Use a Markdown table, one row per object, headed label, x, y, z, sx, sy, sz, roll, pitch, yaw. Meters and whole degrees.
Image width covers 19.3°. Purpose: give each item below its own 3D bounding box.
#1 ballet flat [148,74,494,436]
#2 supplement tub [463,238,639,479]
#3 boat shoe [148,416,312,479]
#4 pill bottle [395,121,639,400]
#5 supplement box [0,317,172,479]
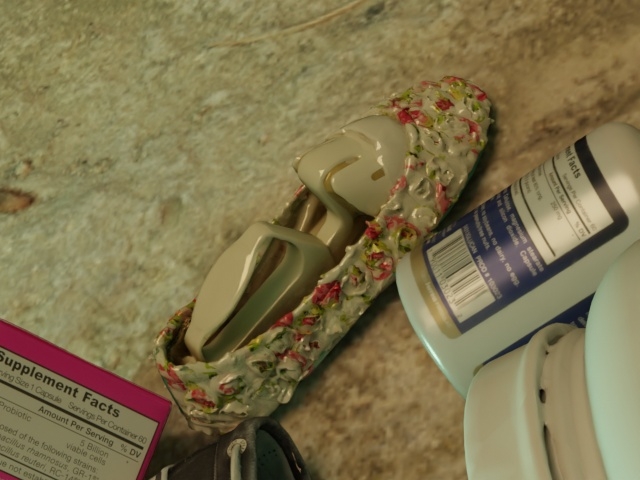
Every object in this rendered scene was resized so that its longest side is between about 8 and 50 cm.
| label | x | y | z | sx | sy | sz | roll | pitch | yaw |
| --- | --- | --- | --- | --- | --- | --- | --- | --- | --- |
| ballet flat | 0.000 | 0.000 | 0.990 | 0.241 | 0.077 | 0.091 | -53 | 44 | -4 |
| supplement tub | 0.238 | 0.067 | 0.654 | 0.324 | 0.235 | 0.235 | -27 | 49 | 21 |
| boat shoe | -0.009 | 0.202 | 0.852 | 0.102 | 0.108 | 0.301 | -38 | 39 | 13 |
| pill bottle | 0.128 | 0.004 | 0.878 | 0.169 | 0.094 | 0.094 | -34 | 47 | 15 |
| supplement box | -0.179 | 0.164 | 0.974 | 0.111 | 0.114 | 0.220 | -18 | 46 | 60 |
